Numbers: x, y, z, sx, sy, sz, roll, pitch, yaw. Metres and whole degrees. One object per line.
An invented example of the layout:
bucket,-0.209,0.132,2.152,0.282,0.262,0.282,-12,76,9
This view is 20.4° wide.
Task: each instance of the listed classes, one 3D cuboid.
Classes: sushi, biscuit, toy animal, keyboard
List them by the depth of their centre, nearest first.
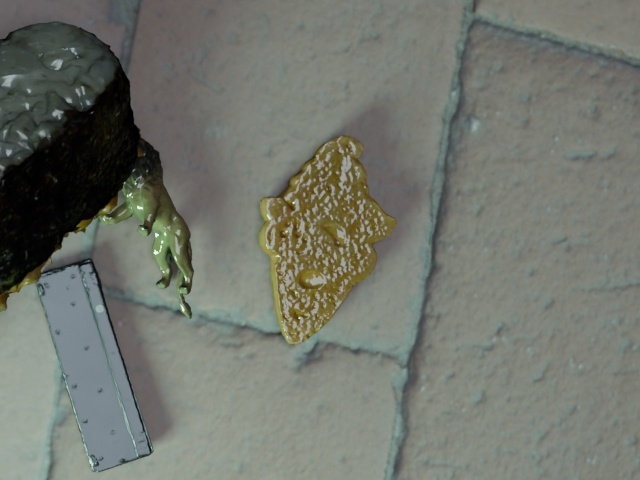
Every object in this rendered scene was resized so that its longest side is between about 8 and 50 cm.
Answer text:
sushi,-0.347,-0.081,1.844,0.348,0.234,0.207,-41,145,-30
keyboard,-0.252,0.138,1.969,0.072,0.023,0.231,-18,93,-12
toy animal,-0.187,-0.013,1.973,0.086,0.069,0.219,-24,98,-38
biscuit,0.000,0.000,2.056,0.162,0.035,0.250,18,81,-13
